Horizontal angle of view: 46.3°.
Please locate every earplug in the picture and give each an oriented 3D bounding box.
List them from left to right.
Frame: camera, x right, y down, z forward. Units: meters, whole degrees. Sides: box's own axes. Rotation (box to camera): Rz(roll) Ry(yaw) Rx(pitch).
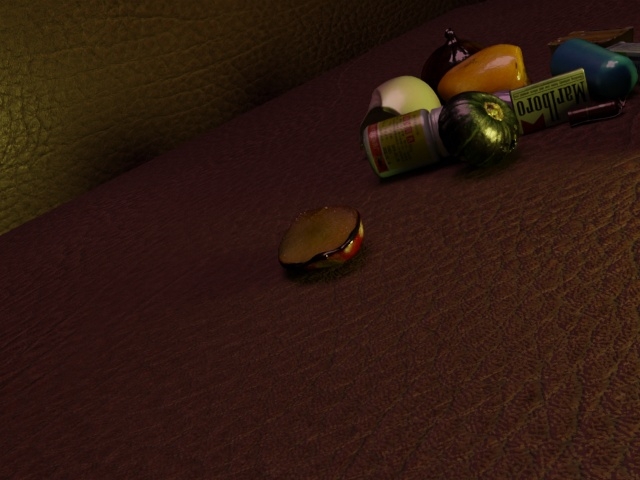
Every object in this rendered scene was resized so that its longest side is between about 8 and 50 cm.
[{"bbox_3d":[0.707,-0.432,1.910,0.132,0.132,0.273,-21,23,-1],"label":"earplug"}]

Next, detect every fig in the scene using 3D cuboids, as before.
[{"bbox_3d":[0.424,-0.523,2.312,0.235,0.214,0.235,-11,46,12],"label":"fig"}]

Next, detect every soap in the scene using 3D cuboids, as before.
[{"bbox_3d":[0.819,-0.587,2.267,0.135,0.076,0.233,-30,23,-26],"label":"soap"}]

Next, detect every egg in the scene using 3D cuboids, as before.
[{"bbox_3d":[0.219,-0.362,2.049,0.206,0.161,0.271,-15,1,-22],"label":"egg"}]

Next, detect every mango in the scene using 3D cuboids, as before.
[{"bbox_3d":[0.454,-0.447,2.121,0.257,0.187,0.138,-19,-18,26],"label":"mango"}]

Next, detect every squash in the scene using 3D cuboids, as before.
[{"bbox_3d":[0.357,-0.252,1.693,0.193,0.193,0.156,-28,-11,-20],"label":"squash"}]

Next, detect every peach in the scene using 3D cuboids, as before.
[{"bbox_3d":[0.002,0.004,1.534,0.189,0.068,0.279,-29,22,0],"label":"peach"}]

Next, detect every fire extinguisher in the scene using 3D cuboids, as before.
[{"bbox_3d":[0.646,-0.301,1.743,0.132,0.039,0.056,-11,55,23],"label":"fire extinguisher"}]

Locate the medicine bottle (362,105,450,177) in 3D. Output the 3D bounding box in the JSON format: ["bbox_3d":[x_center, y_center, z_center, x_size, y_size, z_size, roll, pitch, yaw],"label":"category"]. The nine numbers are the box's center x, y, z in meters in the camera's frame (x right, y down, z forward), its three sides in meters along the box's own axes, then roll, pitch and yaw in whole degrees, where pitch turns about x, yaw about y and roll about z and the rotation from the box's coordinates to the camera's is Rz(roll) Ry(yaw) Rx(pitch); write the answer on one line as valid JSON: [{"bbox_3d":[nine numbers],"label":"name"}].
[{"bbox_3d":[0.229,-0.247,1.850,0.225,0.139,0.139,-15,21,18],"label":"medicine bottle"}]

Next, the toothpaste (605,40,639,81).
[{"bbox_3d":[0.811,-0.448,1.878,0.067,0.081,0.336,-21,17,1],"label":"toothpaste"}]

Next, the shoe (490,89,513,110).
[{"bbox_3d":[0.417,-0.310,1.920,0.245,0.095,0.137,-7,27,41],"label":"shoe"}]

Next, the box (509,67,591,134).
[{"bbox_3d":[0.556,-0.335,1.806,0.178,0.115,0.036,-16,22,11],"label":"box"}]
